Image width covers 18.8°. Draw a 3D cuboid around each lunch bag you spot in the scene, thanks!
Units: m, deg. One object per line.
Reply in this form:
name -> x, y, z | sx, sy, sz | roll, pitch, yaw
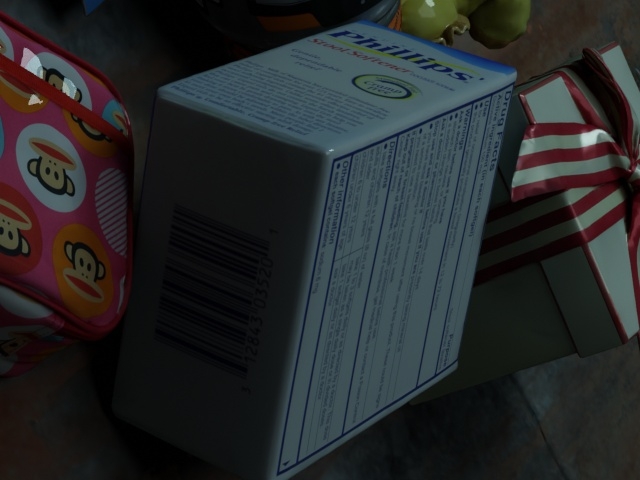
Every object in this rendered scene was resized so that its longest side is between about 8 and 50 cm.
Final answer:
lunch bag -> -0.255, -0.070, 1.296 | 0.293, 0.120, 0.258 | 31, 46, -41

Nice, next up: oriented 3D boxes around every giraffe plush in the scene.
giraffe plush -> 0.100, -0.220, 1.785 | 0.170, 0.210, 0.181 | -43, 113, -21

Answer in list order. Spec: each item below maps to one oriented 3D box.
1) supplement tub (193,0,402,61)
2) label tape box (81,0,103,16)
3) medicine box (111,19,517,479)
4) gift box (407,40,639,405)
supplement tub -> -0.030, -0.288, 1.534 | 0.316, 0.194, 0.193 | 76, 24, -45
label tape box -> -0.193, -0.377, 1.496 | 0.240, 0.106, 0.333 | -52, 145, -49
medicine box -> 0.000, 0.000, 1.442 | 0.289, 0.149, 0.263 | -26, 132, -54
gift box -> 0.178, -0.005, 1.666 | 0.255, 0.258, 0.276 | 63, 33, -8
